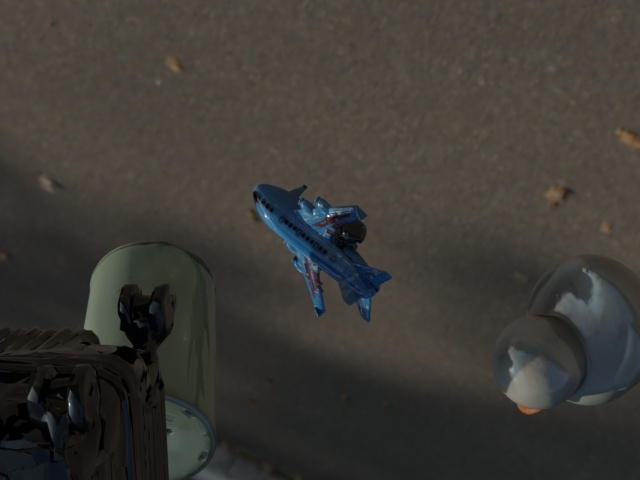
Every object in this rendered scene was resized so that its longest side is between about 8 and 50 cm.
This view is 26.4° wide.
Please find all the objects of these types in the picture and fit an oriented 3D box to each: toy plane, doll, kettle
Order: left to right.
[{"bbox_3d":[-0.246,0.194,1.984,0.205,0.318,0.265,-11,132,5],"label":"kettle"},{"bbox_3d":[0.000,0.000,2.129,0.271,0.105,0.254,49,144,21],"label":"toy plane"},{"bbox_3d":[0.346,0.138,1.928,0.221,0.221,0.251,27,115,5],"label":"doll"}]

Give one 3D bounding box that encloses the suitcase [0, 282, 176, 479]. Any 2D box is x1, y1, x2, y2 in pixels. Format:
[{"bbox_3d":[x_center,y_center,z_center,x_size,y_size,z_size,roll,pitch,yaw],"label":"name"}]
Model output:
[{"bbox_3d":[-0.183,0.197,0.645,0.229,0.152,0.335,1,103,10],"label":"suitcase"}]
